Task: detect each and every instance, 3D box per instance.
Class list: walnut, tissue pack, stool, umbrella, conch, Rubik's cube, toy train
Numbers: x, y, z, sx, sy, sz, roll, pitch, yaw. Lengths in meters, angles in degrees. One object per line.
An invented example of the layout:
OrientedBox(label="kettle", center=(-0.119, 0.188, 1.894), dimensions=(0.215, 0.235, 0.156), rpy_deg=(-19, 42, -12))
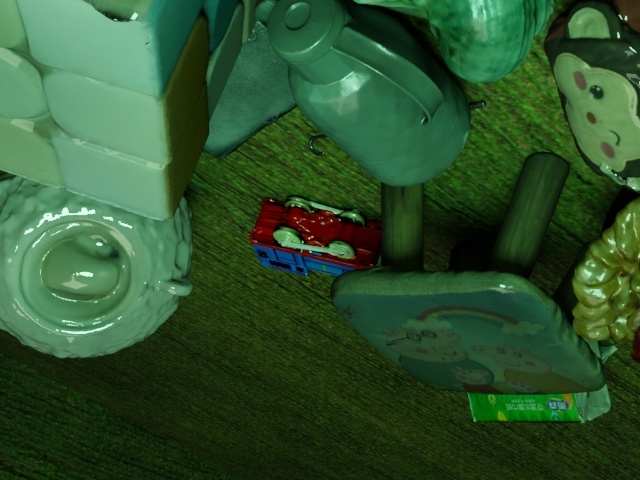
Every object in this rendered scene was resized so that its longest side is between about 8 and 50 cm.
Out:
OrientedBox(label="walnut", center=(0.403, 0.039, 1.292), dimensions=(0.221, 0.244, 0.269), rpy_deg=(53, 150, 37))
OrientedBox(label="tissue pack", center=(0.357, 0.208, 1.805), dimensions=(0.209, 0.148, 0.156), rpy_deg=(-9, -177, 44))
OrientedBox(label="stool", center=(0.215, 0.050, 1.480), dimensions=(0.310, 0.226, 0.310), rpy_deg=(-3, 148, 36))
OrientedBox(label="umbrella", center=(0.084, -0.151, 1.397), dimensions=(0.269, 0.044, 0.044), rpy_deg=(-13, 103, 38))
OrientedBox(label="conch", center=(0.134, -0.240, 1.072), dimensions=(0.202, 0.134, 0.196), rpy_deg=(28, -165, -31))
OrientedBox(label="Rubik's cube", center=(-0.239, -0.274, 1.009), dimensions=(0.347, 0.344, 0.346), rpy_deg=(19, 154, 3))
OrientedBox(label="toy train", center=(0.000, 0.000, 1.692), dimensions=(0.204, 0.082, 0.131), rpy_deg=(13, 154, 16))

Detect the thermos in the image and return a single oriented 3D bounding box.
OrientedBox(label="thermos", center=(0.056, -0.162, 1.176), dimensions=(0.182, 0.145, 0.286), rpy_deg=(28, 177, 33))

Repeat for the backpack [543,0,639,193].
OrientedBox(label="backpack", center=(0.339, -0.158, 1.090), dimensions=(0.229, 0.139, 0.229), rpy_deg=(23, 142, 19))

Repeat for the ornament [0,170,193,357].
OrientedBox(label="ornament", center=(-0.357, 0.008, 1.681), dimensions=(0.337, 0.337, 0.337), rpy_deg=(15, 154, 8))

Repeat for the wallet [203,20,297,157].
OrientedBox(label="wallet", center=(-0.116, -0.204, 1.403), dimensions=(0.191, 0.046, 0.379), rpy_deg=(28, 153, -22))
